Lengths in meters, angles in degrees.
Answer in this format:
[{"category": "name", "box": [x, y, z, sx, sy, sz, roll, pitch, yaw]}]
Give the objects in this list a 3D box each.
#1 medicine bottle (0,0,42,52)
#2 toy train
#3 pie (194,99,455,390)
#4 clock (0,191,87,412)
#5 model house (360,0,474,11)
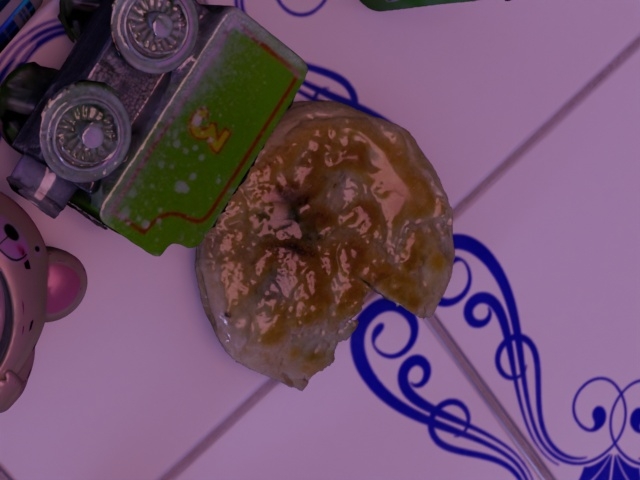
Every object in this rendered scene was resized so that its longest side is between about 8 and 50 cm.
[{"category": "medicine bottle", "box": [-0.376, -0.207, 1.463, 0.107, 0.107, 0.191, 43, 79, -22]}, {"category": "toy train", "box": [-0.183, -0.140, 1.531, 0.249, 0.173, 0.307, 37, 80, -32]}, {"category": "pie", "box": [0.000, 0.000, 1.671, 0.337, 0.075, 0.338, -3, 97, -23]}, {"category": "clock", "box": [-0.411, 0.070, 1.477, 0.309, 0.114, 0.284, -46, 111, -14]}, {"category": "model house", "box": [0.121, -0.473, 1.561, 0.340, 0.300, 0.324, 46, 67, -27]}]
